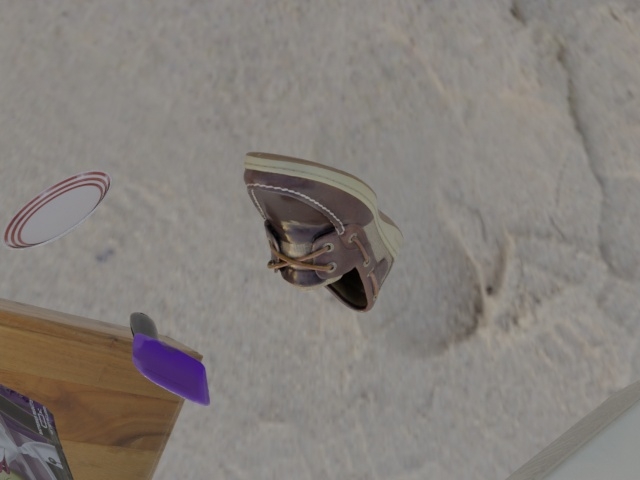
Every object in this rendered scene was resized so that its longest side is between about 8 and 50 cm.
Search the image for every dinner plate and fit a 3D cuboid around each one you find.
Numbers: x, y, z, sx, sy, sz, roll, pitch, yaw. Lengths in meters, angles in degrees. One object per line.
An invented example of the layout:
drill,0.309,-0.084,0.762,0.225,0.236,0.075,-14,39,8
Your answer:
dinner plate,-0.289,-0.030,1.760,0.141,0.141,0.017,-26,118,10

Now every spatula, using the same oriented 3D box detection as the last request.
spatula,-0.168,0.109,1.620,0.084,0.296,0.030,27,90,-16

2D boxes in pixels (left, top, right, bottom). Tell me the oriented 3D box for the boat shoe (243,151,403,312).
boat shoe,0.000,0.000,1.822,0.123,0.342,0.123,10,76,22

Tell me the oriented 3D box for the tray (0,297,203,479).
tray,-0.311,0.189,1.847,0.076,0.411,0.203,24,92,31

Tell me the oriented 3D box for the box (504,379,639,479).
box,0.264,0.245,1.518,0.121,0.311,0.148,57,144,4

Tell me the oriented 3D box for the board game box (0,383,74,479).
board game box,-0.194,0.159,0.814,0.208,0.347,0.056,29,106,-35
